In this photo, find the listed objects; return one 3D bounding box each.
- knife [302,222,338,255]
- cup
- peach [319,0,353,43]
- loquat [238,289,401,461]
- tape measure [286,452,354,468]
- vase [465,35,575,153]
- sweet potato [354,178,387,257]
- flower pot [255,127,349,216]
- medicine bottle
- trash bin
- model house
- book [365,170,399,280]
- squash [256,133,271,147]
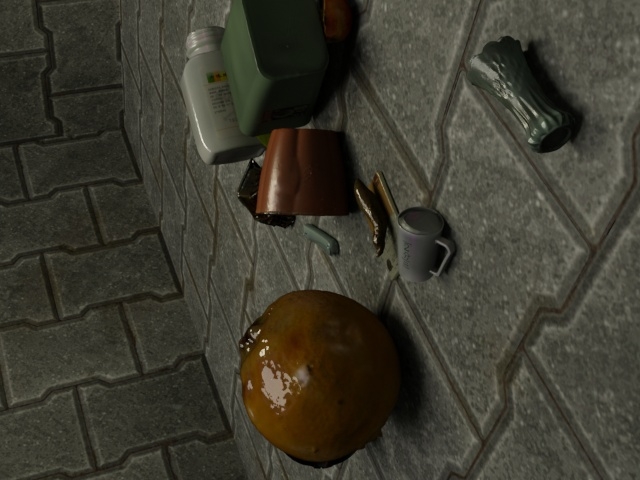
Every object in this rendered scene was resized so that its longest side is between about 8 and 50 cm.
[{"bbox_3d":[0.000,0.000,2.001,0.162,0.023,0.044,-146,43,-62],"label":"knife"},{"bbox_3d":[0.172,0.013,1.480,0.104,0.074,0.116,27,136,30],"label":"cup"},{"bbox_3d":[0.027,-0.401,1.633,0.098,0.061,0.098,178,90,-86],"label":"peach"},{"bbox_3d":[-0.005,0.257,1.739,0.328,0.328,0.328,168,90,-71],"label":"loquat"},{"bbox_3d":[-0.003,0.381,1.970,0.223,0.202,0.135,-115,20,-46],"label":"tape measure"},{"bbox_3d":[0.252,-0.175,1.122,0.149,0.081,0.081,61,154,31],"label":"vase"},{"bbox_3d":[0.096,-0.046,1.645,0.041,0.038,0.153,-34,66,46],"label":"sweet potato"},{"bbox_3d":[-0.036,-0.135,1.814,0.190,0.190,0.173,-175,85,-70],"label":"flower pot"},{"bbox_3d":[-0.242,-0.357,2.227,0.124,0.179,0.324,142,114,-68],"label":"medicine bottle"},{"bbox_3d":[-0.094,-0.356,1.759,0.343,0.158,0.223,136,121,-80],"label":"trash bin"},{"bbox_3d":[-0.114,-0.102,2.175,0.165,0.106,0.152,48,161,-28],"label":"model house"},{"bbox_3d":[0.121,-0.026,1.666,0.118,0.012,0.172,115,139,-58],"label":"book"},{"bbox_3d":[-0.141,-0.324,2.066,0.169,0.093,0.252,42,141,42],"label":"squash"}]
